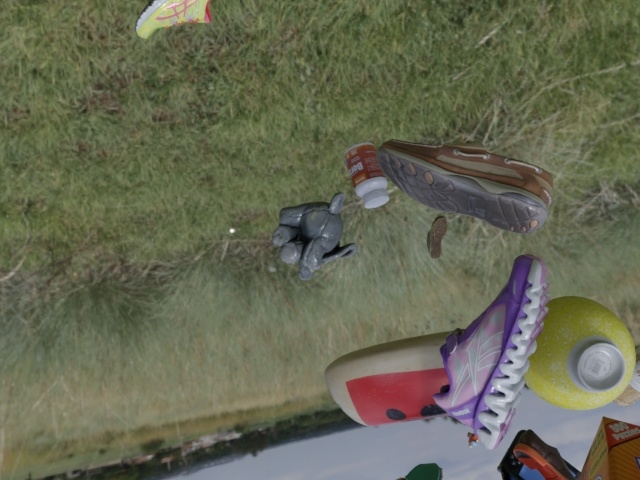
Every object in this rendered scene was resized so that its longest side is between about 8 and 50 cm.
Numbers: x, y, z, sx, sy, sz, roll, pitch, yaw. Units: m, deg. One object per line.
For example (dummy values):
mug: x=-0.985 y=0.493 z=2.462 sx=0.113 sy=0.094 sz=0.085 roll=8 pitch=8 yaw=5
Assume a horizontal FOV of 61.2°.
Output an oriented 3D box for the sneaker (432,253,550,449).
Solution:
sneaker: x=0.199 y=0.124 z=0.646 sx=0.105 sy=0.236 sz=0.095 roll=21 pitch=-165 yaw=31

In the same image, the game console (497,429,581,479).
game console: x=0.743 y=0.796 z=1.746 sx=0.250 sy=0.293 sz=0.173 roll=-50 pitch=172 yaw=-21

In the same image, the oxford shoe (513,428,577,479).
oxford shoe: x=0.721 y=0.687 z=1.640 sx=0.098 sy=0.271 sz=0.097 roll=-47 pitch=177 yaw=-32

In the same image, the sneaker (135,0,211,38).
sneaker: x=-0.246 y=-0.423 z=0.981 sx=0.209 sy=0.081 sz=0.094 roll=-30 pitch=125 yaw=19

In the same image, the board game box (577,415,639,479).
board game box: x=0.532 y=0.531 z=0.717 sx=0.357 sy=0.356 sz=0.356 roll=12 pitch=-151 yaw=16

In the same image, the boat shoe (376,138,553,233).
boat shoe: x=0.259 y=-0.120 z=0.983 sx=0.324 sy=0.116 sz=0.123 roll=25 pitch=157 yaw=21

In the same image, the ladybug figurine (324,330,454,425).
ladybug figurine: x=0.221 y=0.309 z=1.192 sx=0.449 sy=0.161 sz=0.305 roll=-20 pitch=156 yaw=28

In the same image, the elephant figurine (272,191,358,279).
elephant figurine: x=0.000 y=0.000 z=1.273 sx=0.186 sy=0.169 sz=0.239 roll=2 pitch=168 yaw=23

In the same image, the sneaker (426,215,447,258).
sneaker: x=0.446 y=-0.028 z=2.112 sx=0.064 sy=0.086 sz=0.192 roll=-3 pitch=125 yaw=-5

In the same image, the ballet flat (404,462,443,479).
ballet flat: x=0.275 y=0.838 z=1.630 sx=0.147 sy=0.147 sz=0.409 roll=-25 pitch=180 yaw=32

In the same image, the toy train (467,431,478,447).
toy train: x=0.531 y=0.615 z=1.817 sx=0.125 sy=0.046 sz=0.166 roll=-57 pitch=167 yaw=20

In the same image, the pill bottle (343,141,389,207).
pill bottle: x=0.167 y=-0.229 z=1.919 sx=0.121 sy=0.216 sz=0.121 roll=-16 pitch=162 yaw=-5

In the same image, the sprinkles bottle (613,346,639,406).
sprinkles bottle: x=0.946 y=0.336 z=1.507 sx=0.121 sy=0.121 sz=0.355 roll=-3 pitch=142 yaw=-27

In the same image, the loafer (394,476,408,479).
loafer: x=0.249 y=0.599 z=1.178 sx=0.269 sy=0.102 sz=0.092 roll=25 pitch=108 yaw=-13

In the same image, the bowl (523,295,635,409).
bowl: x=0.641 y=0.287 z=1.310 sx=0.290 sy=0.289 sz=0.156 roll=-13 pitch=-178 yaw=1
